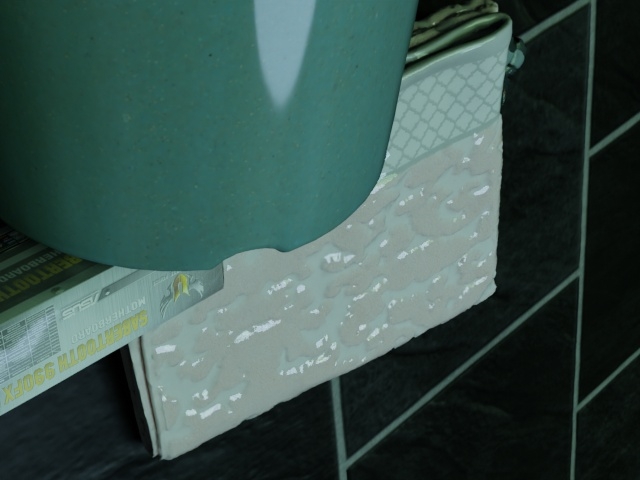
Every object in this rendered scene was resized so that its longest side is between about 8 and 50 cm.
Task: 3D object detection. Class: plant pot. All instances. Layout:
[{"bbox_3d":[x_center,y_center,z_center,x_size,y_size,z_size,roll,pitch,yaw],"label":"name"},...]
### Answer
[{"bbox_3d":[-0.076,-0.187,0.706,0.341,0.341,0.334,-33,141,-36],"label":"plant pot"}]

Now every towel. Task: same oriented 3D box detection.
[{"bbox_3d":[0.000,0.000,1.009,0.332,0.053,0.317,-24,139,-19],"label":"towel"}]

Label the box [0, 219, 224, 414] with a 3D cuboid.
[{"bbox_3d":[-0.199,0.020,0.767,0.231,0.183,0.056,-31,132,-39],"label":"box"}]

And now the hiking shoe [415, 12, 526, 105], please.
[{"bbox_3d":[0.064,-0.115,1.073,0.304,0.113,0.132,-3,112,-50],"label":"hiking shoe"}]
